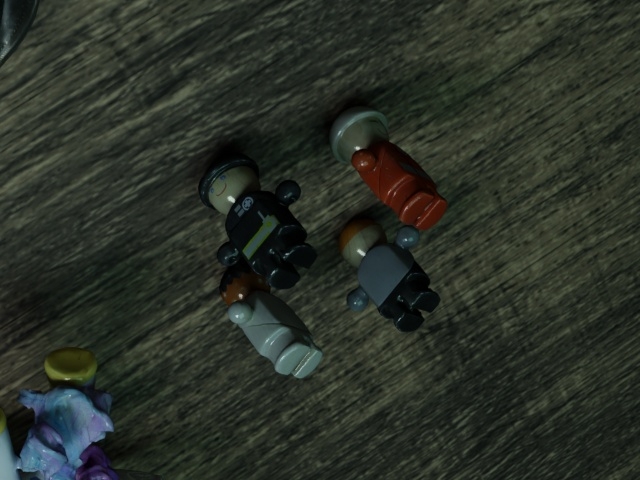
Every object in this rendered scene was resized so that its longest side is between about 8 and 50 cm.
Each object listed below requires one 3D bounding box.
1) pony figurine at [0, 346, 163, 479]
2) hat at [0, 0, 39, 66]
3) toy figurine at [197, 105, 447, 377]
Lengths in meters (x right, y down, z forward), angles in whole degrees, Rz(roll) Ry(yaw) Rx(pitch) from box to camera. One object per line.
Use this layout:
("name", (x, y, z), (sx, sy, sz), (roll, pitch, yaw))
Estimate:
("pony figurine", (-0.280, 0.253, 1.732), (0.351, 0.303, 0.363), (7, 130, 1))
("hat", (-0.320, -0.183, 1.410), (0.331, 0.134, 0.331), (-17, 132, -20))
("toy figurine", (0.000, 0.000, 1.773), (0.213, 0.148, 0.209), (-24, 140, -18))
